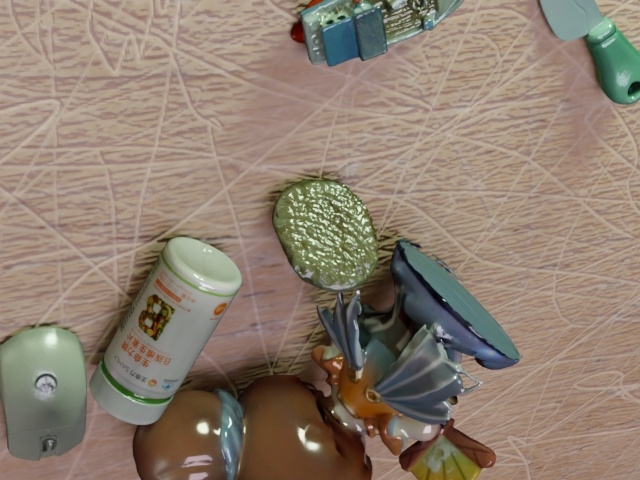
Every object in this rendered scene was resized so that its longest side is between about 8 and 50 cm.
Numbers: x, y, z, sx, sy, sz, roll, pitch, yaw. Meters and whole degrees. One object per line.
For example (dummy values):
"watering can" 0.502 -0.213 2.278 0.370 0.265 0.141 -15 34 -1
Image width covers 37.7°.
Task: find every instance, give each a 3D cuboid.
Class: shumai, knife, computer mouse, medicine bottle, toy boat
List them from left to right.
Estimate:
"computer mouse" -0.286 0.172 0.968 0.089 0.056 0.181 -5 127 -19
"medicine bottle" -0.158 0.092 0.952 0.086 0.086 0.183 17 115 -36
"shumai" 0.001 0.000 0.976 0.099 0.124 0.087 -23 174 -14
"toy boat" 0.060 -0.208 0.854 0.173 0.059 0.069 -23 132 -11
"knife" 0.271 -0.230 0.975 0.063 0.034 0.260 -39 127 13

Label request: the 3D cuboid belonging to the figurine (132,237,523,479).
"figurine" 0.017 0.200 1.030 0.388 0.276 0.248 -45 156 13
